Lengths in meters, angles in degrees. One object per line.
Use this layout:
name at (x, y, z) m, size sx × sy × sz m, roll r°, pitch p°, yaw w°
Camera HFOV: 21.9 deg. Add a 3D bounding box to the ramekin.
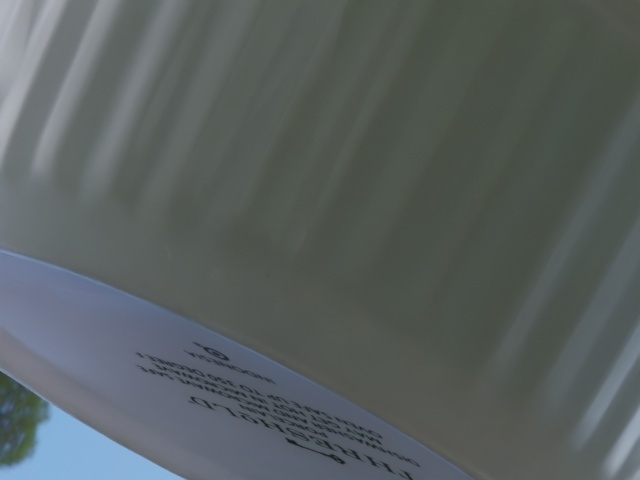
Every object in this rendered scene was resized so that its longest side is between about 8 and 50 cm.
ramekin at (0.000, 0.000, 0.473) m, size 0.273 × 0.273 × 0.127 m, roll 29°, pitch -109°, yaw -7°
